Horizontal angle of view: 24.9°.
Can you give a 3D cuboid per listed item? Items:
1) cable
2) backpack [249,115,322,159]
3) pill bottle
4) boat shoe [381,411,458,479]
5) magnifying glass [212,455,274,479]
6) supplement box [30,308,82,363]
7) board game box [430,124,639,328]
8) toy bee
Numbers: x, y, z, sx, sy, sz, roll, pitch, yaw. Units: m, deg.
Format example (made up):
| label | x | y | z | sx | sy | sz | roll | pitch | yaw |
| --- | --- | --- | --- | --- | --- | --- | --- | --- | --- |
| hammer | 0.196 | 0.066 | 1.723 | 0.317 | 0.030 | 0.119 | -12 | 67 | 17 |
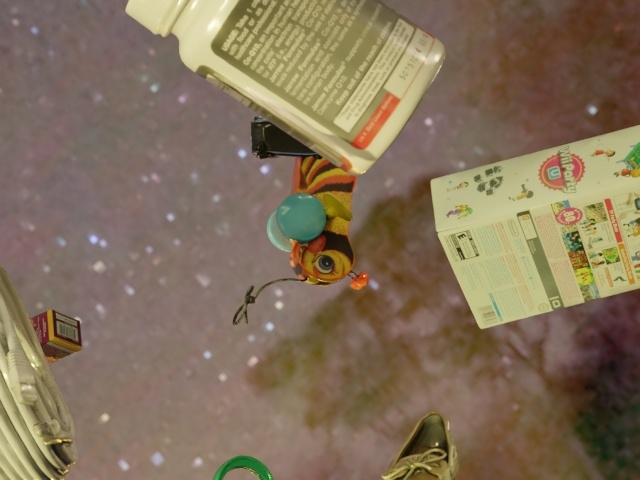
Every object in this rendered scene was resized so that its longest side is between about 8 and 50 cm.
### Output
| label | x | y | z | sx | sy | sz | roll | pitch | yaw |
| --- | --- | --- | --- | --- | --- | --- | --- | --- | --- |
| cable | -0.294 | 0.105 | 1.274 | 0.089 | 0.257 | 0.257 | -25 | -25 | -8 |
| backpack | -0.045 | -0.154 | 1.992 | 0.114 | 0.105 | 0.084 | -115 | 25 | -84 |
| pill bottle | -0.035 | -0.203 | 1.427 | 0.161 | 0.283 | 0.161 | -55 | 7 | 11 |
| boat shoe | 0.142 | 0.325 | 2.083 | 0.285 | 0.105 | 0.089 | -47 | -46 | -77 |
| magnifying glass | -0.106 | 0.385 | 1.853 | 0.026 | 0.092 | 0.231 | -38 | 37 | 48 |
| supplement box | -0.346 | 0.124 | 1.804 | 0.083 | 0.043 | 0.055 | -23 | -29 | 24 |
| board game box | 0.321 | -0.016 | 1.904 | 0.303 | 0.097 | 0.224 | -14 | -41 | 12 |
| toy bee | 0.000 | 0.000 | 2.082 | 0.195 | 0.162 | 0.298 | -122 | 53 | -79 |
